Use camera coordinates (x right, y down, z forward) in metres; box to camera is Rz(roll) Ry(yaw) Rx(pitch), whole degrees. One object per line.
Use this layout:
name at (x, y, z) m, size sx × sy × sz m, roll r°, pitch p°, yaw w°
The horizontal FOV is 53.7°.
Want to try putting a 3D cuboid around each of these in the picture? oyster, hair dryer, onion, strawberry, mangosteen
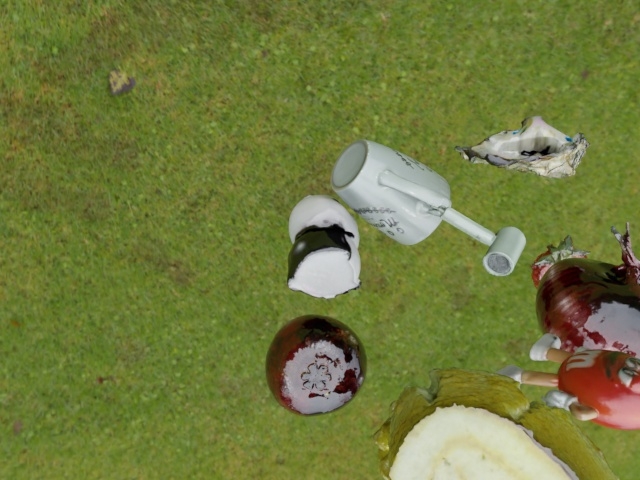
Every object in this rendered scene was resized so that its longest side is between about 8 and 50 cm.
oyster at (0.397, -0.174, 1.215) m, size 0.260 × 0.198 × 0.092 m, roll -22°, pitch 118°, yaw -25°
hair dryer at (0.188, -0.010, 0.775) m, size 0.063 × 0.124 × 0.037 m, roll -47°, pitch 167°, yaw -46°
onion at (0.529, 0.119, 1.143) m, size 0.273 × 0.273 × 0.285 m, roll 13°, pitch 118°, yaw -33°
strawberry at (0.690, 0.114, 1.780) m, size 0.175 × 0.098 × 0.228 m, roll -30°, pitch 105°, yaw 3°
mangosteen at (-0.012, 0.284, 1.470) m, size 0.236 × 0.261 × 0.235 m, roll 0°, pitch 92°, yaw -3°

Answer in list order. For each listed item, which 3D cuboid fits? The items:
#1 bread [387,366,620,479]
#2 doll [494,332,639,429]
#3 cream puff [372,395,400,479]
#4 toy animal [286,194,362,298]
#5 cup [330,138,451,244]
bread at (0.173, 0.243, 0.598) m, size 0.257 × 0.124 × 0.185 m, roll 35°, pitch 110°, yaw 4°
doll at (0.362, 0.190, 0.845) m, size 0.183 × 0.217 × 0.085 m, roll -22°, pitch 117°, yaw -37°
cream puff at (0.228, 0.425, 1.294) m, size 0.244 × 0.244 × 0.196 m, roll -8°, pitch 154°, yaw -23°
toy animal at (0.008, 0.001, 1.463) m, size 0.165 × 0.235 × 0.187 m, roll -8°, pitch 135°, yaw 11°
cup at (0.170, -0.114, 1.416) m, size 0.234 × 0.258 × 0.186 m, roll 29°, pitch 84°, yaw -31°
